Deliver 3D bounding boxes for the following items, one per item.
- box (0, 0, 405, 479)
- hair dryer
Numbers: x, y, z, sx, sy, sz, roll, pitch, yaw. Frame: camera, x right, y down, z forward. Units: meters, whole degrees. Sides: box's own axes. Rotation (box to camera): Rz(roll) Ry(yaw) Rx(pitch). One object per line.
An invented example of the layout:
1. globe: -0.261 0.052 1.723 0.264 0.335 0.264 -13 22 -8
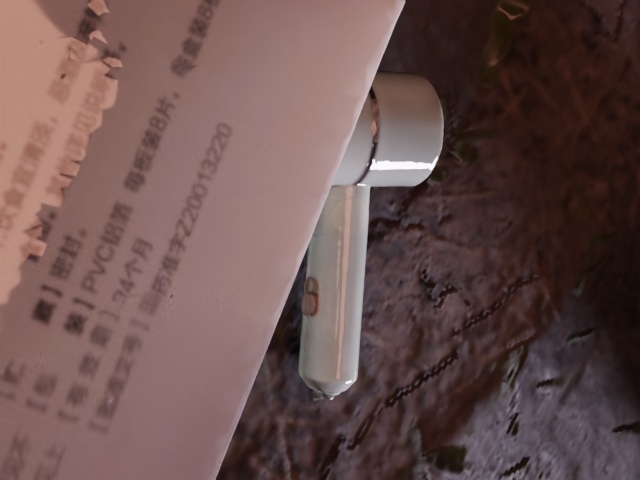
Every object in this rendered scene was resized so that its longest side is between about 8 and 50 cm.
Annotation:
1. box: -0.125 0.035 0.395 0.145 0.173 0.332 26 81 -32
2. hair dryer: 0.000 0.000 0.548 0.082 0.047 0.137 -3 103 -30
